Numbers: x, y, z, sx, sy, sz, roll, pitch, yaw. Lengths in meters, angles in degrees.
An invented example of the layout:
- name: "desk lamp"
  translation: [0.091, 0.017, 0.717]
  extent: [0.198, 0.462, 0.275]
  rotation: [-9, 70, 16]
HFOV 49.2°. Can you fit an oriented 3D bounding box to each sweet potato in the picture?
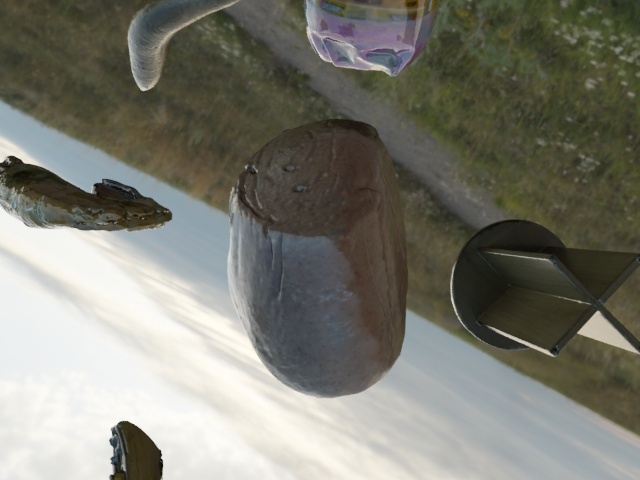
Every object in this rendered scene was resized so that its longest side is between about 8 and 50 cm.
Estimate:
- name: "sweet potato"
  translation: [-0.236, -0.347, 1.108]
  extent: [0.108, 0.079, 0.346]
  rotation: [16, 152, -40]

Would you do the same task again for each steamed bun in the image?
- name: "steamed bun"
  translation: [0.000, 0.000, 0.456]
  extent: [0.106, 0.145, 0.175]
  rotation: [-4, -152, 15]

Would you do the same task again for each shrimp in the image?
- name: "shrimp"
  translation: [-0.255, -0.047, 0.740]
  extent: [0.173, 0.058, 0.253]
  rotation: [0, -167, -40]

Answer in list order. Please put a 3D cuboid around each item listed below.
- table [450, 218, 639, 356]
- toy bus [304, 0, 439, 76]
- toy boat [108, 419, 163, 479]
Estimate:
- name: "table"
  translation: [0.258, 0.060, 0.784]
  extent: [0.167, 0.167, 0.226]
  rotation: [28, 179, -6]
- name: "toy bus"
  translation: [0.087, -0.363, 0.870]
  extent: [0.171, 0.386, 0.162]
  rotation: [9, 141, 8]
- name: "toy boat"
  translation: [-0.305, 0.435, 1.050]
  extent: [0.121, 0.321, 0.089]
  rotation: [9, 151, -27]
